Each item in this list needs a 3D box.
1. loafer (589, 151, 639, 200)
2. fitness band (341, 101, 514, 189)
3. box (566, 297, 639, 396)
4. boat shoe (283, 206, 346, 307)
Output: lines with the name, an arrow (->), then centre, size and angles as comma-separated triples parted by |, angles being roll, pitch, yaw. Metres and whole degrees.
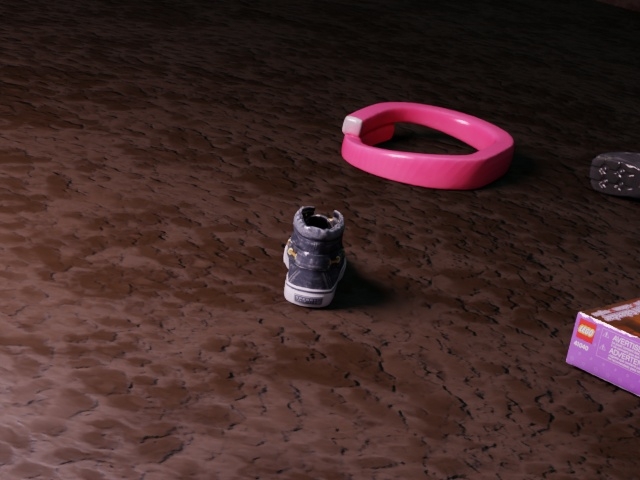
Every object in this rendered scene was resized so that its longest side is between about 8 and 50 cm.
loafer -> 0.467, -0.076, 2.146 | 0.223, 0.076, 0.078 | 20, 27, 39
fitness band -> 0.148, -0.131, 2.177 | 0.209, 0.054, 0.291 | 17, 19, 19
box -> 0.403, 0.108, 1.548 | 0.201, 0.057, 0.293 | 25, 22, 37
boat shoe -> 0.000, 0.000, 1.615 | 0.065, 0.083, 0.183 | 10, 17, -2
